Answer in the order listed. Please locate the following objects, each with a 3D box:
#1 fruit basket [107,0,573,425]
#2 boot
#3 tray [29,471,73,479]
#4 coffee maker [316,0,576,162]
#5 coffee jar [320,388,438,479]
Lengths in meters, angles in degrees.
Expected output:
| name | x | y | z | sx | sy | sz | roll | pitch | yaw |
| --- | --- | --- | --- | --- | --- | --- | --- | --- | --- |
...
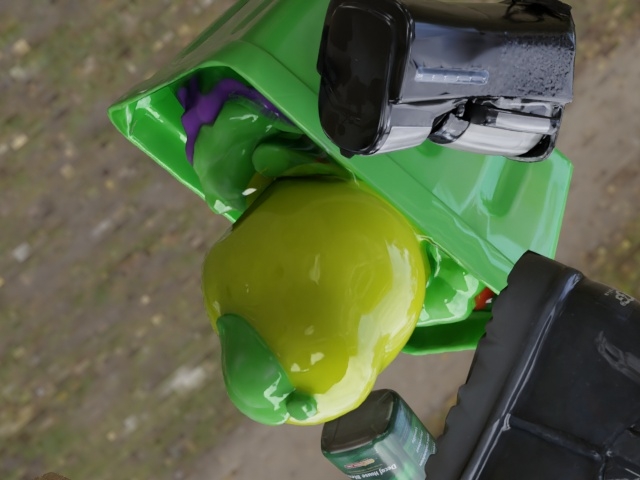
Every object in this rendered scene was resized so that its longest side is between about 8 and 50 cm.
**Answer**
| name | x | y | z | sx | sy | sz | roll | pitch | yaw |
| --- | --- | --- | --- | --- | --- | --- | --- | --- | --- |
| fruit basket | 0.000 | 0.000 | 1.471 | 0.392 | 0.392 | 0.283 | -33 | -170 | -29 |
| boot | 0.265 | 0.254 | 1.124 | 0.146 | 0.445 | 0.367 | -16 | 128 | -67 |
| tray | -0.063 | 0.271 | 1.055 | 0.076 | 0.202 | 0.411 | -26 | -162 | -28 |
| coffee maker | 0.093 | -0.146 | 1.355 | 0.178 | 0.171 | 0.120 | 1 | 173 | -38 |
| coffee jar | 0.089 | 0.236 | 1.843 | 0.096 | 0.184 | 0.079 | -21 | -142 | 34 |
